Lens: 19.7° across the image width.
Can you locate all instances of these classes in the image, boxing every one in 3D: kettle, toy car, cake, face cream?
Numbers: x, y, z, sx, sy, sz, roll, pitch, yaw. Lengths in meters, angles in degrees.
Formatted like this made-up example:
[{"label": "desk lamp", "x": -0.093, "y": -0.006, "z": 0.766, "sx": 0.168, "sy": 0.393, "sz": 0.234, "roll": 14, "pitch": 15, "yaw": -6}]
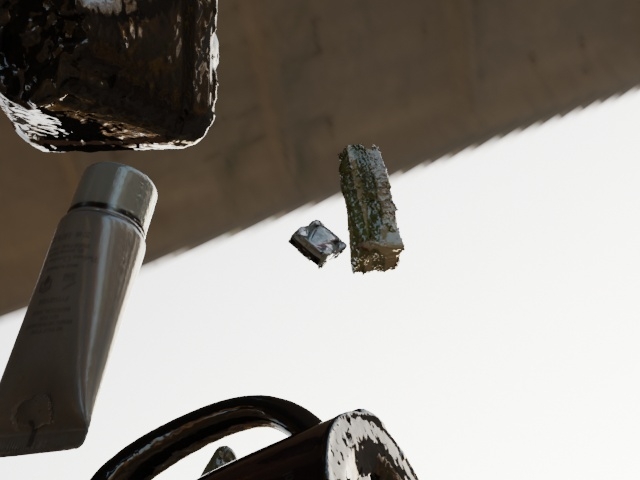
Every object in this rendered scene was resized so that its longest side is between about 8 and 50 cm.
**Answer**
[{"label": "kettle", "x": -0.060, "y": 0.191, "z": 1.160, "sx": 0.232, "sy": 0.202, "sz": 0.144, "roll": -23, "pitch": -32, "yaw": 21}, {"label": "toy car", "x": 0.000, "y": 0.000, "z": 1.684, "sx": 0.025, "sy": 0.041, "sz": 0.093, "roll": -51, "pitch": -5, "yaw": 18}, {"label": "cake", "x": 0.046, "y": -0.029, "z": 1.771, "sx": 0.051, "sy": 0.140, "sz": 0.055, "roll": -2, "pitch": -40, "yaw": -9}, {"label": "face cream", "x": -0.239, "y": 0.067, "z": 1.794, "sx": 0.143, "sy": 0.314, "sz": 0.089, "roll": -8, "pitch": -39, "yaw": 34}]

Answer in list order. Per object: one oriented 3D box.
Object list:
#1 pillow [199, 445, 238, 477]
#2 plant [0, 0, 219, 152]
[{"label": "pillow", "x": -0.132, "y": 0.326, "z": 1.894, "sx": 0.051, "sy": 0.241, "sz": 0.093, "roll": 14, "pitch": -33, "yaw": 12}, {"label": "plant", "x": -0.164, "y": -0.139, "z": 1.387, "sx": 0.164, "sy": 0.142, "sz": 0.256, "roll": -1, "pitch": 1, "yaw": 22}]
